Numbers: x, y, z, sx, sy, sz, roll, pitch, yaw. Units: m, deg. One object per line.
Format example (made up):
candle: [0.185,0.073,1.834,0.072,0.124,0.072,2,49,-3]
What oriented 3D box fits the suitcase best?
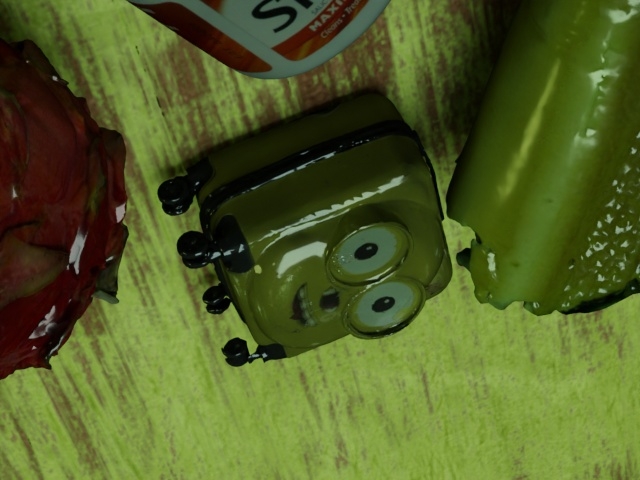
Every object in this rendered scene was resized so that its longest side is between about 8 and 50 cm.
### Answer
suitcase: [0.000,0.000,1.499,0.235,0.143,0.194,-22,138,-3]

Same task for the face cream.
face cream: [-0.058,-0.236,1.189,0.201,0.201,0.187,-42,135,19]

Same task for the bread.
bread: [0.259,-0.128,1.439,0.251,0.208,0.376,4,131,-18]

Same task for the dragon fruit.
dragon fruit: [-0.285,-0.030,1.245,0.277,0.277,0.342,-42,133,19]
